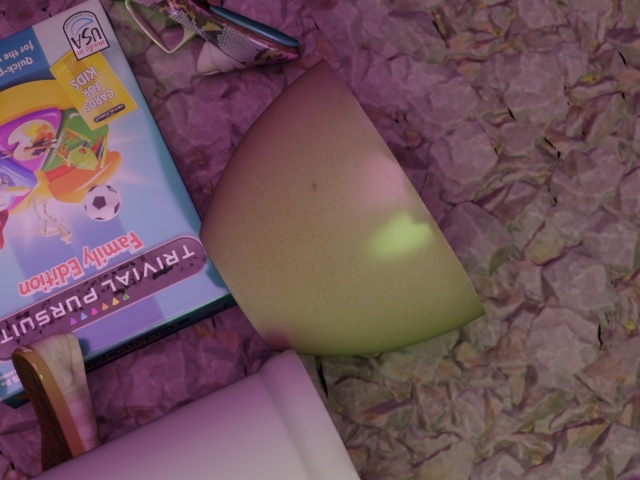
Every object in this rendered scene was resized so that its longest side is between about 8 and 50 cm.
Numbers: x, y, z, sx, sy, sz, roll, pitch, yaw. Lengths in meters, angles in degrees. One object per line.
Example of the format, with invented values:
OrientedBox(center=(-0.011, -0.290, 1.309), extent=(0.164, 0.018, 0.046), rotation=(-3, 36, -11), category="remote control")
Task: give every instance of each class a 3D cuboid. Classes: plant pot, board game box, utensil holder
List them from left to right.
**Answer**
OrientedBox(center=(-0.265, -0.039, 1.974), extent=(0.254, 0.079, 0.336), rotation=(-25, 79, -2), category="board game box")
OrientedBox(center=(-0.130, 0.322, 1.766), extent=(0.386, 0.327, 0.327), rotation=(-24, 79, -5), category="utensil holder")
OrientedBox(center=(0.000, 0.000, 1.854), extent=(0.191, 0.284, 0.284), rotation=(-33, 80, 0), category="plant pot")

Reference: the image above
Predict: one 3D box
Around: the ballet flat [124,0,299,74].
OrientedBox(center=(-0.125, -0.218, 2.010), extent=(0.221, 0.077, 0.079), rotation=(31, 101, 13), category="ballet flat")

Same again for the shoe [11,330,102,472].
OrientedBox(center=(-0.235, 0.186, 1.898), extent=(0.077, 0.219, 0.058), rotation=(16, 40, 43), category="shoe")
